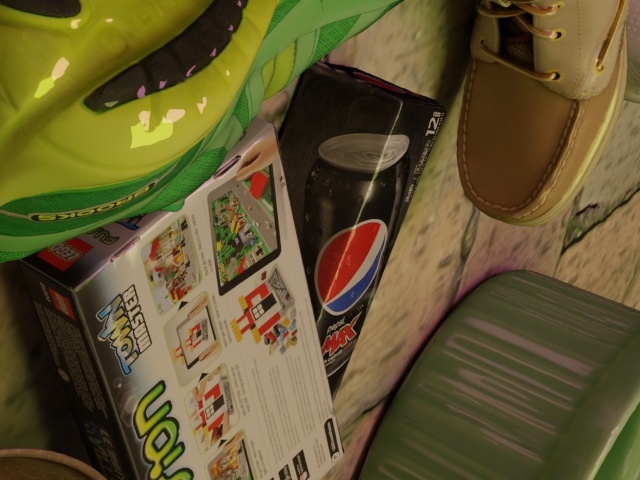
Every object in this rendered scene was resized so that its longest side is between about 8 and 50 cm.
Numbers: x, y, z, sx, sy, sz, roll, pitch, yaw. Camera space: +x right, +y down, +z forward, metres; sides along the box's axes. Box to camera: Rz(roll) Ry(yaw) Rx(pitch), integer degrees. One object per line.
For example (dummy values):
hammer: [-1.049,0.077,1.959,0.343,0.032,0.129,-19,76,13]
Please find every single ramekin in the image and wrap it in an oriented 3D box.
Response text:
ramekin: [0.144,0.169,1.216,0.303,0.148,0.303,-46,151,-36]

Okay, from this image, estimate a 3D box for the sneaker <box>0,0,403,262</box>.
sneaker: [-0.051,-0.086,0.641,0.123,0.109,0.295,-42,180,37]

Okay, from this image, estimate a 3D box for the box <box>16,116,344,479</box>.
box: [-0.052,0.054,0.736,0.114,0.036,0.207,-40,140,-29]

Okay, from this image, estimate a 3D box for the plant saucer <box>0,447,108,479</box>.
plant saucer: [-0.155,0.168,0.683,0.198,0.036,0.199,-24,126,-38]

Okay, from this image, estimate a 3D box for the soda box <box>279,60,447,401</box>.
soda box: [0.000,0.000,0.853,0.053,0.060,0.169,-1,114,-61]

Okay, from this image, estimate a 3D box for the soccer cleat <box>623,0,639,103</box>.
soccer cleat: [0.241,-0.129,1.123,0.331,0.143,0.116,-12,124,-62]

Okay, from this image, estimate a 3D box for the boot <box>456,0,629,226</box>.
boot: [0.099,-0.125,0.890,0.203,0.095,0.262,-15,125,-61]
